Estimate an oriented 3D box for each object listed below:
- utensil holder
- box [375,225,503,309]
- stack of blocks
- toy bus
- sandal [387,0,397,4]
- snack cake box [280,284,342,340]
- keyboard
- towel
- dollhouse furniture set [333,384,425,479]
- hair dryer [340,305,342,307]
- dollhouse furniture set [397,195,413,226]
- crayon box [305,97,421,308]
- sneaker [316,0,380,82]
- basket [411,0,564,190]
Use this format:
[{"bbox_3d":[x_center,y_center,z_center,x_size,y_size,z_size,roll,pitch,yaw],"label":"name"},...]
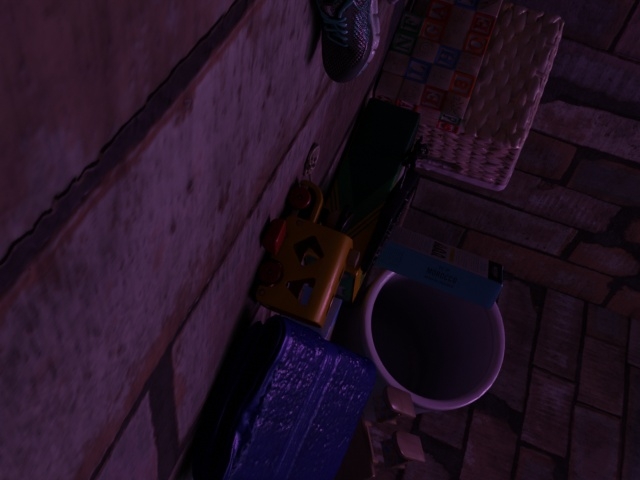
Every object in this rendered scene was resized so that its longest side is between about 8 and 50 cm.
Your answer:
[{"bbox_3d":[0.178,0.243,1.574,0.327,0.328,0.385,-67,-170,-26],"label":"utensil holder"},{"bbox_3d":[0.230,0.047,1.336,0.100,0.244,0.060,-54,164,-65],"label":"box"},{"bbox_3d":[0.231,-0.377,1.312,0.087,0.171,0.297,73,37,-79],"label":"stack of blocks"},{"bbox_3d":[-0.004,0.012,0.863,0.191,0.104,0.202,-61,169,-54],"label":"toy bus"},{"bbox_3d":[0.131,-0.406,0.899,0.102,0.076,0.265,-51,-172,-22],"label":"sandal"},{"bbox_3d":[-0.054,0.219,1.143,0.264,0.089,0.152,-63,171,-46],"label":"snack cake box"},{"bbox_3d":[0.141,-0.074,1.203,0.317,0.033,0.201,-51,160,-66],"label":"keyboard"},{"bbox_3d":[-0.042,0.233,0.931,0.308,0.076,0.227,36,77,-56],"label":"towel"},{"bbox_3d":[0.039,0.367,1.090,0.161,0.212,0.242,33,39,-48],"label":"dollhouse furniture set"},{"bbox_3d":[0.072,0.118,1.898,0.223,0.080,0.293,102,11,-55],"label":"hair dryer"},{"bbox_3d":[0.183,-0.115,1.879,0.183,0.129,0.128,92,19,-72],"label":"dollhouse furniture set"},{"bbox_3d":[0.079,-0.052,1.329,0.363,0.106,0.313,84,27,-75],"label":"crayon box"},{"bbox_3d":[0.019,-0.218,0.631,0.076,0.065,0.166,-41,152,-42],"label":"sneaker"},{"bbox_3d":[0.312,-0.329,1.491,0.266,0.329,0.331,58,53,-76],"label":"basket"}]
